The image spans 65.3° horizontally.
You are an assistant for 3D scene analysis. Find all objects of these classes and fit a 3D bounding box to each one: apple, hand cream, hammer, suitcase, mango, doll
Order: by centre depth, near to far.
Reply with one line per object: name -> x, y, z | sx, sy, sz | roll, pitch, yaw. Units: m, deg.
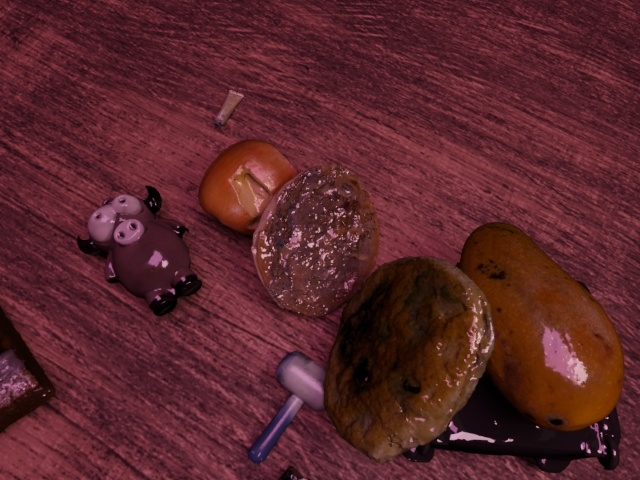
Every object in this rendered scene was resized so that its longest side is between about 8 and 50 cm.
mango -> 0.303, 0.104, 0.725 | 0.176, 0.177, 0.329 | -34, 60, 28
suitcase -> 0.289, 0.202, 0.847 | 0.346, 0.188, 0.339 | 5, 66, -2
hammer -> -0.059, 0.293, 0.857 | 0.116, 0.069, 0.193 | 35, 75, 8
doll -> -0.333, 0.015, 0.920 | 0.182, 0.117, 0.257 | -37, 77, -10
apple -> -0.136, -0.098, 0.948 | 0.199, 0.199, 0.199 | 1, 68, -3
hand cream -> -0.205, -0.290, 1.102 | 0.035, 0.022, 0.102 | 20, 63, 5

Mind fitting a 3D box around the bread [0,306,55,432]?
bread -> -0.640, 0.143, 0.853 | 0.165, 0.113, 0.416 | -37, 74, -18

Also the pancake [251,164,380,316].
pancake -> 0.001, 0.001, 0.916 | 0.283, 0.049, 0.282 | -4, 99, -28

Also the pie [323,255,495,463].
pie -> 0.109, 0.159, 0.754 | 0.071, 0.323, 0.323 | 26, 64, -32

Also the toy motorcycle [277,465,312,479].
toy motorcycle -> 0.028, 0.460, 0.748 | 0.263, 0.157, 0.091 | 42, 74, 14
